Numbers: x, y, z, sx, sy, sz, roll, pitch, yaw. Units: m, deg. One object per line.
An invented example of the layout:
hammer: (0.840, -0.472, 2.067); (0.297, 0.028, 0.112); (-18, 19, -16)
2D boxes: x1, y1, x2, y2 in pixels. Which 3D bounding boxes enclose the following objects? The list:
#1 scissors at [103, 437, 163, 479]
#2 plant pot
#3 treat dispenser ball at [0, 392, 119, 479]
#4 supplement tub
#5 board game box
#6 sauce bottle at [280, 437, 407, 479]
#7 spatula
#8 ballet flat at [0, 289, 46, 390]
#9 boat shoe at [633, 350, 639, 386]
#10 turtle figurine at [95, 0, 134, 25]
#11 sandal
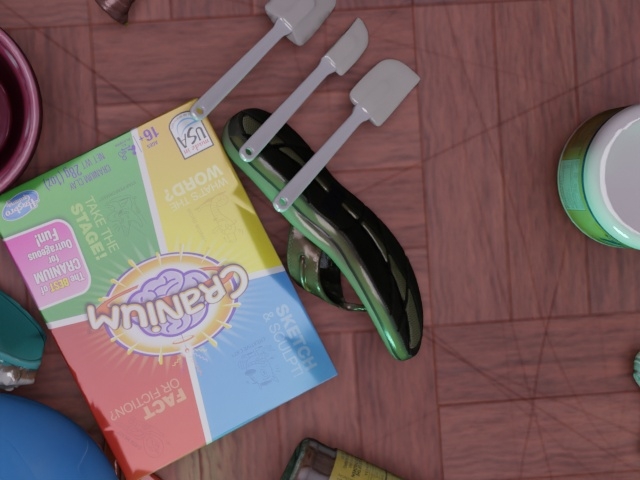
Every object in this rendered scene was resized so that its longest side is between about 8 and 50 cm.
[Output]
scissors: (-0.196, 0.192, 1.891); (0.109, 0.021, 0.297); (7, 90, -2)
plant pot: (-0.366, -0.124, 1.786); (0.201, 0.180, 0.201); (0, 91, -4)
treat dispenser ball: (-0.322, 0.287, 1.748); (0.288, 0.288, 0.288); (0, 92, -4)
supplement tub: (0.316, -0.063, 1.827); (0.144, 0.199, 0.144); (0, 91, -3)
board game box: (-0.160, 0.050, 1.854); (0.242, 0.064, 0.316); (-28, 93, -8)
sauce bottle: (0.116, 0.317, 1.868); (0.344, 0.111, 0.111); (27, 90, -4)
spatula: (-0.021, -0.150, 1.834); (0.168, 0.019, 0.242); (47, 57, -8)
ballet flat: (-0.460, 0.039, 1.828); (0.409, 0.147, 0.147); (36, 89, -1)
boat shoe: (0.380, 0.218, 1.900); (0.081, 0.079, 0.227); (-36, 97, -7)
turtle figurine: (-0.147, -0.317, 1.836); (0.217, 0.087, 0.269); (-42, 105, 7)
sandal: (0.000, -0.001, 1.864); (0.086, 0.120, 0.303); (-39, 92, 25)
